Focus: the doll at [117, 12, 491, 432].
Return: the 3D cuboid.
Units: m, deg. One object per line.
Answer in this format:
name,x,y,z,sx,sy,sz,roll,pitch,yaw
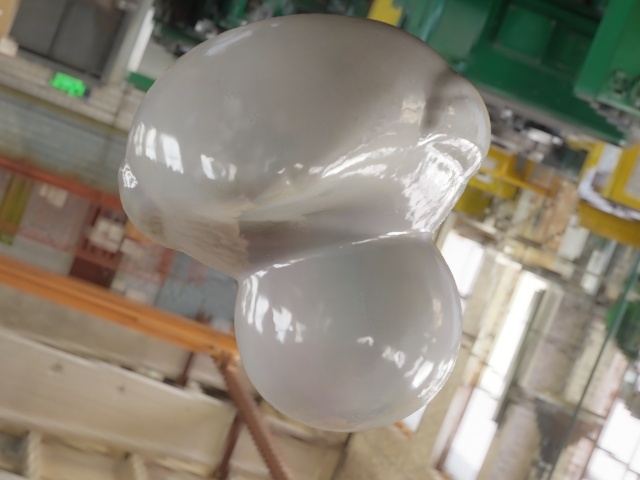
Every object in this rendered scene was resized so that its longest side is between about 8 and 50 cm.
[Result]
doll,0.000,0.000,0.741,0.221,0.221,0.251,23,167,18
